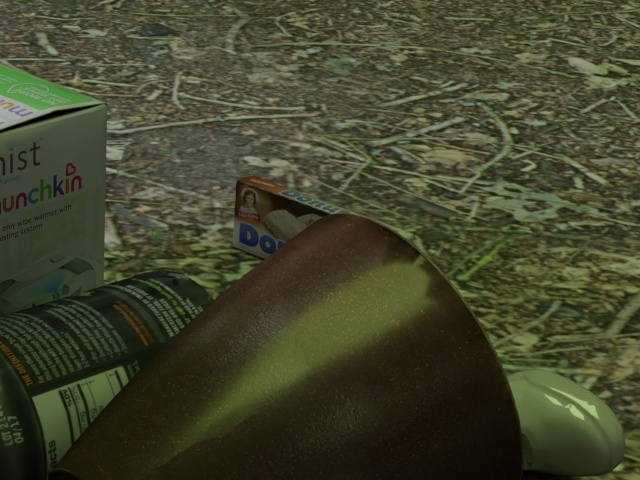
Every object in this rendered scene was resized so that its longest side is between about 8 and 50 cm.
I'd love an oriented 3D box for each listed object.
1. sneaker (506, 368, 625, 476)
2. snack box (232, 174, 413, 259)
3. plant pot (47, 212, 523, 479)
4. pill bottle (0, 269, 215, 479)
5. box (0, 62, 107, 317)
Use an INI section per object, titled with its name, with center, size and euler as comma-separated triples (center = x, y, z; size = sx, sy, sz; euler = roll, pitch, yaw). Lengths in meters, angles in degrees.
[sneaker]
center = 0.100, 0.132, 1.262
size = 0.212, 0.080, 0.094
euler = 12, 34, 35
[snack box]
center = 0.000, 0.000, 1.554
size = 0.178, 0.064, 0.022
euler = 21, 28, 35
[plant pot]
center = -0.037, 0.129, 1.096
size = 0.230, 0.215, 0.215
euler = -29, 37, -29
[pill bottle]
center = -0.177, 0.107, 1.175
size = 0.245, 0.130, 0.130
euler = -16, 30, -42
[box]
center = -0.286, -0.014, 1.319
size = 0.262, 0.231, 0.126
euler = 21, 28, 37
